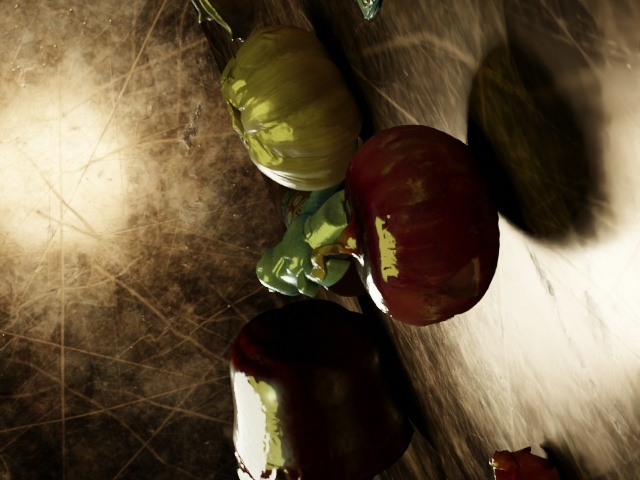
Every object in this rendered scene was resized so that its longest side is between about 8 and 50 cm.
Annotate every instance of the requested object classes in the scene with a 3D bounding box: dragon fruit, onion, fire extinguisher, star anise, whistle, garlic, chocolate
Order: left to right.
[{"bbox_3d":[-0.146,-0.438,1.632,0.315,0.139,0.359,59,160,-6],"label":"star anise"},{"bbox_3d":[-0.038,-0.168,1.502,0.227,0.152,0.228,58,173,12],"label":"garlic"},{"bbox_3d":[-0.028,0.281,2.300,0.383,0.384,0.331,-134,27,-74],"label":"chocolate"},{"bbox_3d":[0.000,0.000,1.595,0.269,0.093,0.180,-47,31,43],"label":"whistle"},{"bbox_3d":[0.008,-0.042,1.837,0.114,0.135,0.337,23,-166,-25],"label":"fire extinguisher"},{"bbox_3d":[0.083,-0.014,1.028,0.177,0.154,0.177,-171,90,-67],"label":"onion"},{"bbox_3d":[0.229,0.269,1.264,0.126,0.068,0.112,53,-157,-50],"label":"dragon fruit"}]

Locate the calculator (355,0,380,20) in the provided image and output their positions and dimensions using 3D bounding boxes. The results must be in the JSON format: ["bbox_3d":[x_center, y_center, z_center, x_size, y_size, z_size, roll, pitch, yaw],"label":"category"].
[{"bbox_3d":[0.043,-0.253,1.075,0.057,0.018,0.172,64,173,6],"label":"calculator"}]
